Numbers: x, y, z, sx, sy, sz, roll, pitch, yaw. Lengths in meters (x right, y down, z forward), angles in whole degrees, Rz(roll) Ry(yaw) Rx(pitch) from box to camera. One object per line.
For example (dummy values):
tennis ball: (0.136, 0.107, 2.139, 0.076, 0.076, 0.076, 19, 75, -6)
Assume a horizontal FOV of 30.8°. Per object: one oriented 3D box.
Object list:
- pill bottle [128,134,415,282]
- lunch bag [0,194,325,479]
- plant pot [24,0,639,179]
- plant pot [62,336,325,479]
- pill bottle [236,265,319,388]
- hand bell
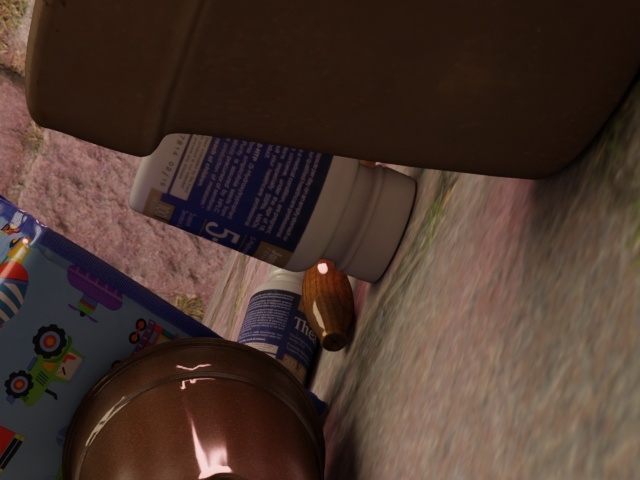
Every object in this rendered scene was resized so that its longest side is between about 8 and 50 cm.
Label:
pill bottle: (-0.033, -0.040, 0.837, 0.112, 0.187, 0.112, -158, 90, -83)
lunch bag: (-0.151, 0.143, 0.799, 0.221, 0.293, 0.138, -58, 30, -6)
plant pot: (0.023, -0.131, 0.513, 0.263, 0.229, 0.263, -158, 90, -83)
plant pot: (-0.066, 0.159, 0.659, 0.165, 0.167, 0.166, -125, 56, -73)
pill bottle: (-0.033, 0.077, 0.987, 0.067, 0.067, 0.120, 121, 168, -55)
hand bell: (0.000, 0.000, 0.939, 0.242, 0.126, 0.126, -100, 30, -53)
